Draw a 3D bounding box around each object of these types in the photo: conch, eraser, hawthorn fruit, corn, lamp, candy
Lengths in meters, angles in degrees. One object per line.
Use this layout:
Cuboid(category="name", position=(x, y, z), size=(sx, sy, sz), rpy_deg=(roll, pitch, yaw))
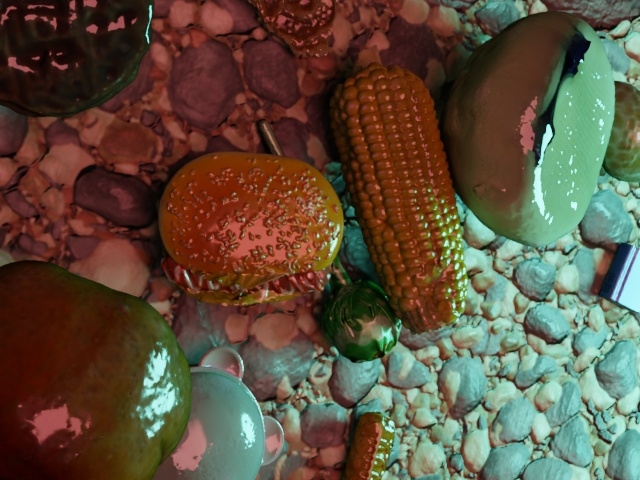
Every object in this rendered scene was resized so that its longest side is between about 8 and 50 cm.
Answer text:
Cuboid(category="conch", position=(0.425, -0.142, 1.689), size=(0.116, 0.106, 0.173), rpy_deg=(-21, 91, -44))
Cuboid(category="eraser", position=(0.435, 0.053, 1.753), size=(0.063, 0.027, 0.084), rpy_deg=(26, 83, -27))
Cuboid(category="hawthorn fruit", position=(-0.283, 0.178, 1.226), size=(0.268, 0.268, 0.301), rpy_deg=(51, 48, -23))
Cuboid(category="corn", position=(0.096, -0.062, 1.473), size=(0.130, 0.130, 0.347), rpy_deg=(-13, 85, -27))
Cuboid(category="lamp", position=(-0.160, 0.244, 1.402), size=(0.246, 0.108, 0.179), rpy_deg=(-36, 106, -21))
Cuboid(category="candy", position=(-0.001, 0.001, 1.492), size=(0.097, 0.097, 0.323), rpy_deg=(-31, 101, -23))

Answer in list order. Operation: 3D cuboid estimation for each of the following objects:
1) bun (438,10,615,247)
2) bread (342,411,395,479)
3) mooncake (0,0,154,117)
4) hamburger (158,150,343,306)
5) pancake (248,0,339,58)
Cuboid(category="bun", position=(0.237, -0.140, 1.541), size=(0.293, 0.187, 0.293), rpy_deg=(-29, 126, -49))
Cuboid(category="bread", position=(0.056, 0.291, 1.559), size=(0.052, 0.044, 0.157), rpy_deg=(15, 88, -32))
Cuboid(category="mooncake", position=(-0.275, -0.236, 1.245), size=(0.228, 0.124, 0.228), rpy_deg=(-9, 125, -14))
Cuboid(category="hamburger", position=(-0.078, -0.012, 1.398), size=(0.210, 0.116, 0.173), rpy_deg=(3, 93, -10))
Cuboid(category="pancake", position=(-0.064, -0.316, 1.441), size=(0.266, 0.057, 0.244), rpy_deg=(-27, 116, -19))
